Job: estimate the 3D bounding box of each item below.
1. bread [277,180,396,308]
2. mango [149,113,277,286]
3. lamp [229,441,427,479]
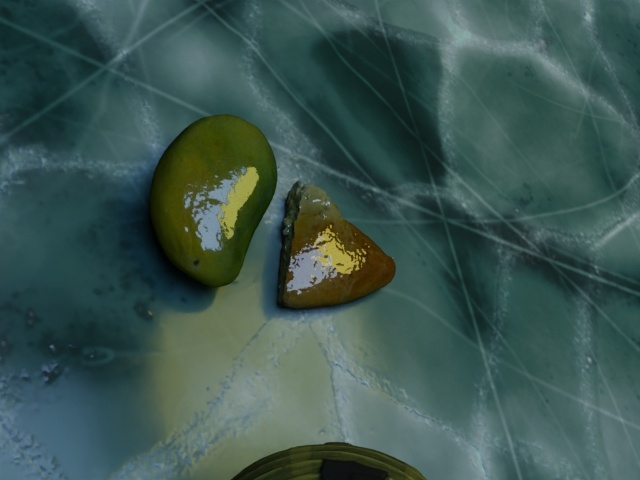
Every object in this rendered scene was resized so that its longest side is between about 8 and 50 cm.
[{"bbox_3d":[-0.002,0.022,0.928,0.154,0.054,0.136,41,55,0],"label":"bread"},{"bbox_3d":[-0.112,-0.050,0.883,0.122,0.085,0.191,31,52,-15],"label":"mango"},{"bbox_3d":[0.004,0.282,0.644,0.250,0.284,0.250,0,86,0],"label":"lamp"}]
